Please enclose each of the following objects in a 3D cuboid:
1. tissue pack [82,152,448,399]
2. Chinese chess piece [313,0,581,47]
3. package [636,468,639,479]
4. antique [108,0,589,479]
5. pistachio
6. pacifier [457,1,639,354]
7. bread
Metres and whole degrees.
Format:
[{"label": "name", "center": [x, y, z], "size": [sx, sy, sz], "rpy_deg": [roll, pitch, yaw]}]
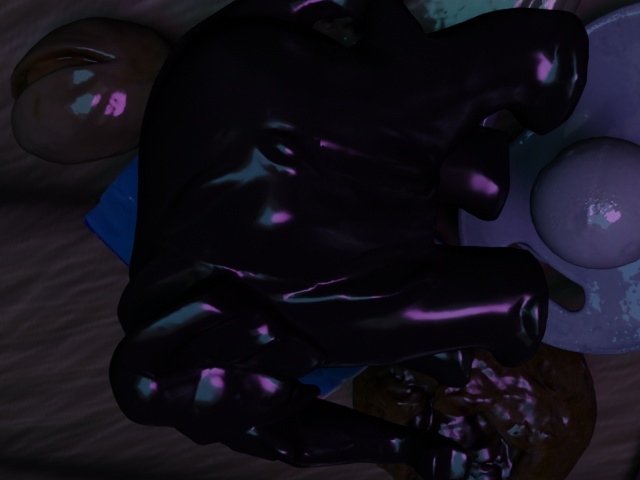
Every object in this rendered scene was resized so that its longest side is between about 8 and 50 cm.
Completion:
[{"label": "tissue pack", "center": [-0.044, -0.001, 0.596], "size": [0.209, 0.137, 0.269], "rpy_deg": [-41, 98, 22]}, {"label": "Chinese chess piece", "center": [0.070, -0.218, 0.490], "size": [0.251, 0.101, 0.250], "rpy_deg": [5, 109, 14]}, {"label": "package", "center": [0.414, 0.169, 0.609], "size": [0.194, 0.071, 0.269], "rpy_deg": [10, 127, 11]}, {"label": "antique", "center": [0.000, 0.000, 0.436], "size": [0.255, 0.185, 0.322], "rpy_deg": [3, 103, -9]}, {"label": "pistachio", "center": [-0.203, -0.128, 0.597], "size": [0.185, 0.124, 0.124], "rpy_deg": [-11, 110, 32]}, {"label": "pacifier", "center": [0.201, -0.044, 0.478], "size": [0.238, 0.226, 0.287], "rpy_deg": [44, 115, 14]}, {"label": "bread", "center": [0.143, 0.166, 0.636], "size": [0.230, 0.123, 0.229], "rpy_deg": [4, 115, 9]}]
